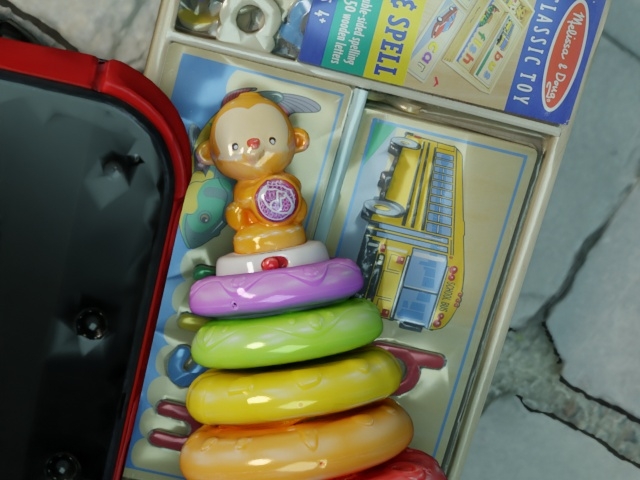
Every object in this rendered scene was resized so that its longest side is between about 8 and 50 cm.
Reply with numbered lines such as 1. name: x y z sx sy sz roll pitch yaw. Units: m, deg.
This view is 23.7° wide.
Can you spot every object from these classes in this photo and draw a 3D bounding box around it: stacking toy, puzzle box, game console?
1. stacking toy: -0.019 0.060 0.911 0.175 0.166 0.302 -8 93 0
2. puzzle box: 0.000 0.000 0.984 0.272 0.052 0.409 12 105 -10
3. game console: -0.271 0.059 0.895 0.342 0.060 0.386 11 107 -9

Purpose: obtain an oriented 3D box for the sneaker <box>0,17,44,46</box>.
1. sneaker: -0.298 -0.121 0.891 0.267 0.101 0.106 25 105 -12
